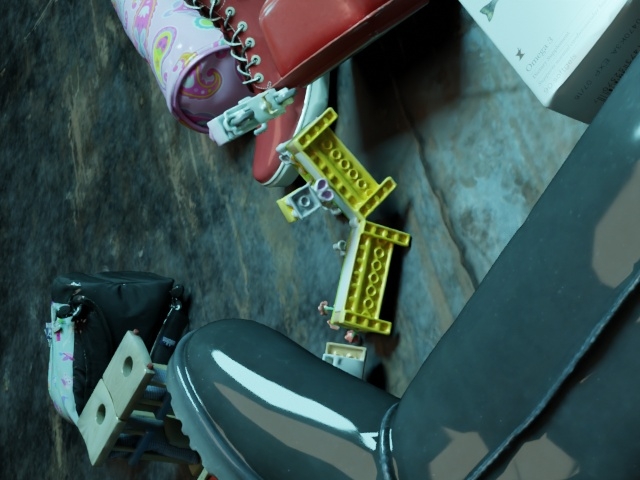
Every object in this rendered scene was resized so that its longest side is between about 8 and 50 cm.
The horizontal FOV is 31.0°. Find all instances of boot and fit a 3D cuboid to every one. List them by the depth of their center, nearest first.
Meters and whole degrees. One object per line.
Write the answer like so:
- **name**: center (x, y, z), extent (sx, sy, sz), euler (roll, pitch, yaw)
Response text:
- **boot**: center (0.110, 0.052, 0.798), extent (0.367, 0.146, 0.445), euler (45, 121, 23)
- **boot**: center (-0.078, -0.183, 1.132), extent (0.088, 0.176, 0.244), euler (1, 79, 61)

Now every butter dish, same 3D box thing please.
- **butter dish**: center (0.009, -0.224, 1.036), extent (0.160, 0.160, 0.118), euler (-30, 98, 45)

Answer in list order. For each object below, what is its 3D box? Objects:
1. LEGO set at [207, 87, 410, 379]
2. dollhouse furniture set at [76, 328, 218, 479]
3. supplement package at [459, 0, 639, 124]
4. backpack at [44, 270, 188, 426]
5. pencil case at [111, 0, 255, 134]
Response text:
- **LEGO set**: center (0.000, 0.000, 1.044), extent (0.107, 0.132, 0.287), euler (-16, 95, 67)
- **dollhouse furniture set**: center (-0.132, 0.199, 1.125), extent (0.129, 0.129, 0.183), euler (-59, 39, 21)
- **supplement package**: center (0.187, -0.175, 0.849), extent (0.105, 0.105, 0.179), euler (-55, 41, 27)
- **backpack**: center (-0.237, 0.127, 1.293), extent (0.115, 0.152, 0.182), euler (20, 107, 59)
- **pencil case**: center (-0.154, -0.237, 1.304), extent (0.124, 0.124, 0.284), euler (-57, 39, 24)
